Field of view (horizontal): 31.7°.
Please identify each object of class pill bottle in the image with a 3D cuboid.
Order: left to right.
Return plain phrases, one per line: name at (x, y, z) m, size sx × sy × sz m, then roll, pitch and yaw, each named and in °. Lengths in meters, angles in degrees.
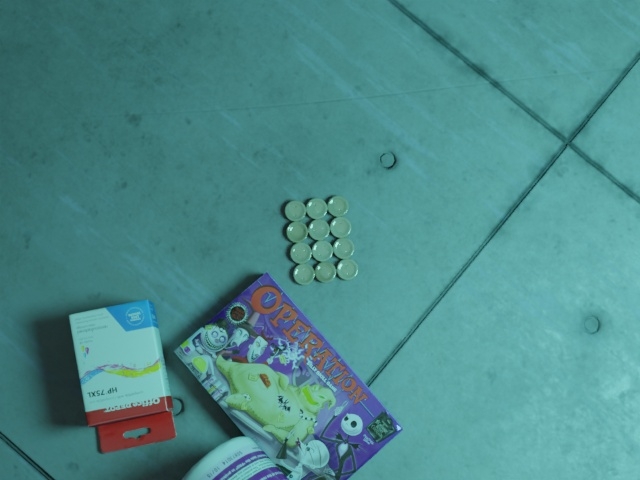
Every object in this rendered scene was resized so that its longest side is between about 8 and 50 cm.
pill bottle at (-0.077, 0.461, 1.727) m, size 0.169 × 0.169 × 0.301 m, roll -43°, pitch 67°, yaw -7°

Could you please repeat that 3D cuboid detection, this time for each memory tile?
memory tile at (0.000, 0.000, 1.913) m, size 0.113 × 0.012 × 0.148 m, roll -7°, pitch 82°, yaw -2°

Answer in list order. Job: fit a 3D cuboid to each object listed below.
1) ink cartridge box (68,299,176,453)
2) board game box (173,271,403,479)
ink cartridge box at (-0.321, 0.223, 1.838) m, size 0.134 × 0.078 × 0.231 m, roll -12°, pitch 82°, yaw -3°
board game box at (-0.053, 0.248, 1.859) m, size 0.208 × 0.056 × 0.347 m, roll -41°, pitch 84°, yaw -11°
